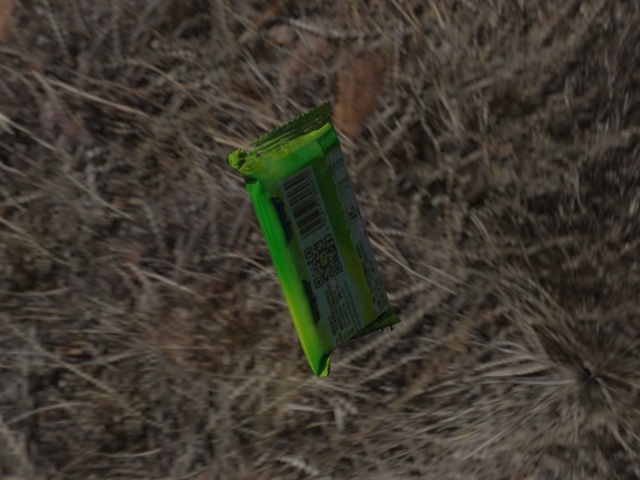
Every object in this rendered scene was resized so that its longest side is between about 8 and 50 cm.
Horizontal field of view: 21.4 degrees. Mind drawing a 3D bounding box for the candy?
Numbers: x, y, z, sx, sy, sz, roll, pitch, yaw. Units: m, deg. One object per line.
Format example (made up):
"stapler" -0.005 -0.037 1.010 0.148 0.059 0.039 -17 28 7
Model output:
"candy" -0.001 0.000 1.218 0.032 0.102 0.178 -2 114 43
